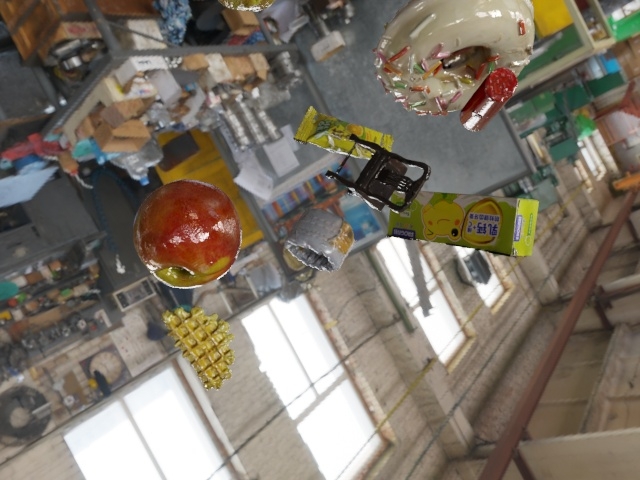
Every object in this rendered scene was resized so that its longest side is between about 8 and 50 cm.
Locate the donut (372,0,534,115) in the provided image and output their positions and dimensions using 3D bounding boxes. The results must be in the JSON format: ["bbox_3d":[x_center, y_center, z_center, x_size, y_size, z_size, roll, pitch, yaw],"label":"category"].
[{"bbox_3d":[0.313,-0.432,1.293,0.382,0.142,0.382,-10,156,-5],"label":"donut"}]

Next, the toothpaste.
[{"bbox_3d":[0.278,-0.042,1.150,0.077,0.110,0.327,3,-175,-41],"label":"toothpaste"}]

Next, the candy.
[{"bbox_3d":[0.078,-0.316,1.724,0.187,0.297,0.081,-73,-176,-46],"label":"candy"}]

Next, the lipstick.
[{"bbox_3d":[0.362,-0.301,1.227,0.073,0.073,0.279,-28,176,3],"label":"lipstick"}]

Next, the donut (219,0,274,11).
[{"bbox_3d":[-0.226,-0.786,1.618,0.208,0.261,0.128,-35,167,31],"label":"donut"}]

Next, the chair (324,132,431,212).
[{"bbox_3d":[0.127,-0.111,1.067,0.113,0.229,0.106,30,94,-47],"label":"chair"}]

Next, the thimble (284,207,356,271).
[{"bbox_3d":[-0.002,0.000,1.377,0.151,0.127,0.118,16,-118,31],"label":"thimble"}]

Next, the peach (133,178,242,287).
[{"bbox_3d":[-0.377,-0.030,1.597,0.308,0.308,0.332,-27,-141,25],"label":"peach"}]

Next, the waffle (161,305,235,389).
[{"bbox_3d":[-0.269,0.238,1.229,0.160,0.192,0.046,1,-173,3],"label":"waffle"}]
